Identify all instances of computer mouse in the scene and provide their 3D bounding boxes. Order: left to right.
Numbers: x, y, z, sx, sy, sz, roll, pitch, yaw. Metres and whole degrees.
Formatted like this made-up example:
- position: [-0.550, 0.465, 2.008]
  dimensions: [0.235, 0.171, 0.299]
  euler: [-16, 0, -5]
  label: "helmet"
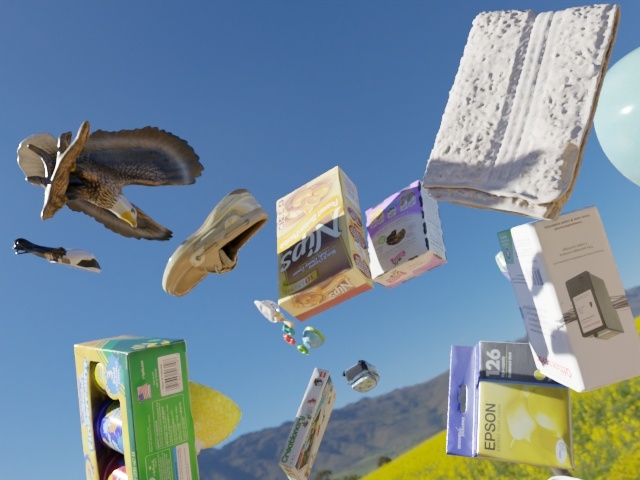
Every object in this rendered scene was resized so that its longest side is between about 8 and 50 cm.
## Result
- position: [-0.534, 0.031, 1.127]
  dimensions: [0.105, 0.042, 0.193]
  euler: [6, -12, 15]
  label: "computer mouse"

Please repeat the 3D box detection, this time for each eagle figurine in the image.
- position: [-0.398, -0.103, 1.038]
  dimensions: [0.226, 0.225, 0.298]
  euler: [-14, -2, 23]
  label: "eagle figurine"

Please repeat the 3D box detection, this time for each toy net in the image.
- position: [-0.097, 0.244, 1.571]
  dimensions: [0.045, 0.232, 0.122]
  euler: [-52, 8, -30]
  label: "toy net"

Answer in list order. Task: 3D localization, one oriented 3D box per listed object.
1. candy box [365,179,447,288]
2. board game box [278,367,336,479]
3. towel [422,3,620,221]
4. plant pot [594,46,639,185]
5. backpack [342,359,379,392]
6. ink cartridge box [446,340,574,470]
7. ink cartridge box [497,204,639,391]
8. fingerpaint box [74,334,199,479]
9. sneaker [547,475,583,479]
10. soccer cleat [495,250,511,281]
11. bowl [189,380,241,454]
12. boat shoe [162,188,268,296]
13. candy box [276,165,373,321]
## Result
- position: [0.190, -0.012, 1.222]
  dimensions: [0.070, 0.196, 0.164]
  euler: [28, -43, -36]
  label: "candy box"
- position: [-0.032, 0.575, 1.657]
  dimensions: [0.193, 0.053, 0.305]
  euler: [77, -149, -50]
  label: "board game box"
- position: [0.250, -0.171, 0.688]
  dimensions: [0.049, 0.187, 0.283]
  euler: [26, -100, -55]
  label: "towel"
- position: [0.645, -0.238, 0.889]
  dimensions: [0.290, 0.290, 0.195]
  euler: [-26, -9, -7]
  label: "plant pot"
- position: [0.157, 0.498, 1.940]
  dimensions: [0.105, 0.084, 0.114]
  euler: [-40, -45, 19]
  label: "backpack"
- position: [0.486, 0.417, 1.400]
  dimensions: [0.307, 0.304, 0.072]
  euler: [-1, -27, 21]
  label: "ink cartridge box"
- position: [0.418, 0.094, 0.918]
  dimensions: [0.114, 0.273, 0.198]
  euler: [-16, -4, 2]
  label: "ink cartridge box"
- position: [-0.487, 0.484, 1.395]
  dimensions: [0.163, 0.445, 0.371]
  euler: [-4, -2, -42]
  label: "fingerpaint box"
- position: [0.392, 0.426, 0.689]
  dimensions: [0.102, 0.282, 0.161]
  euler: [-19, -66, -21]
  label: "sneaker"
- position: [0.561, 0.034, 1.375]
  dimensions: [0.289, 0.121, 0.093]
  euler: [-15, -35, -37]
  label: "soccer cleat"
- position: [-0.408, 0.576, 1.681]
  dimensions: [0.289, 0.156, 0.290]
  euler: [11, -41, 9]
  label: "bowl"
- position: [-0.231, 0.027, 1.171]
  dimensions: [0.302, 0.098, 0.109]
  euler: [-47, -17, 14]
  label: "boat shoe"
- position: [0.000, 0.000, 1.174]
  dimensions: [0.182, 0.317, 0.087]
  euler: [-28, -49, 22]
  label: "candy box"
